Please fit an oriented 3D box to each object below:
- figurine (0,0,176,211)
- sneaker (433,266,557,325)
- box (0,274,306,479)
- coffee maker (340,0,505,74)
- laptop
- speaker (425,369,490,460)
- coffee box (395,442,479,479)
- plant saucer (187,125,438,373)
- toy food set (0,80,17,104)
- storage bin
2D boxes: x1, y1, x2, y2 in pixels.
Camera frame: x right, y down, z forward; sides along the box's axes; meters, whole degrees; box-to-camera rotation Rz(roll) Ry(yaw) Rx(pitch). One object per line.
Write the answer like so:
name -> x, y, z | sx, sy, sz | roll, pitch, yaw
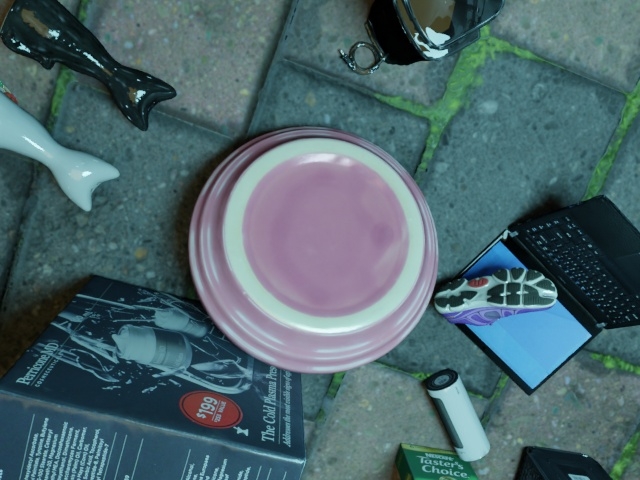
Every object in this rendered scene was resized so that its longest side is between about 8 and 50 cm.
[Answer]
figurine -> -0.327, -0.170, 0.811 | 0.210, 0.092, 0.214 | 34, 90, -16
sneaker -> 0.247, 0.085, 0.893 | 0.170, 0.068, 0.071 | -9, 135, 34
box -> -0.194, 0.211, 0.789 | 0.313, 0.343, 0.178 | 15, 104, -8
coffee maker -> 0.122, -0.264, 0.778 | 0.120, 0.178, 0.171 | 35, 99, -10
laptop -> 0.343, 0.092, 0.899 | 0.234, 0.264, 0.136 | 43, 61, -13
speaker -> 0.212, 0.269, 0.978 | 0.055, 0.055, 0.136 | -25, 104, 3
coffee box -> 0.182, 0.366, 0.933 | 0.113, 0.184, 0.040 | 11, 100, -5
plant saucer -> 0.000, 0.000, 0.810 | 0.333, 0.084, 0.331 | 3, 74, -11
toy food set -> -0.444, -0.177, 0.844 | 0.083, 0.020, 0.083 | 9, 103, -6
storage bin -> 0.383, 0.399, 0.955 | 0.122, 0.180, 0.084 | 10, 103, -6
